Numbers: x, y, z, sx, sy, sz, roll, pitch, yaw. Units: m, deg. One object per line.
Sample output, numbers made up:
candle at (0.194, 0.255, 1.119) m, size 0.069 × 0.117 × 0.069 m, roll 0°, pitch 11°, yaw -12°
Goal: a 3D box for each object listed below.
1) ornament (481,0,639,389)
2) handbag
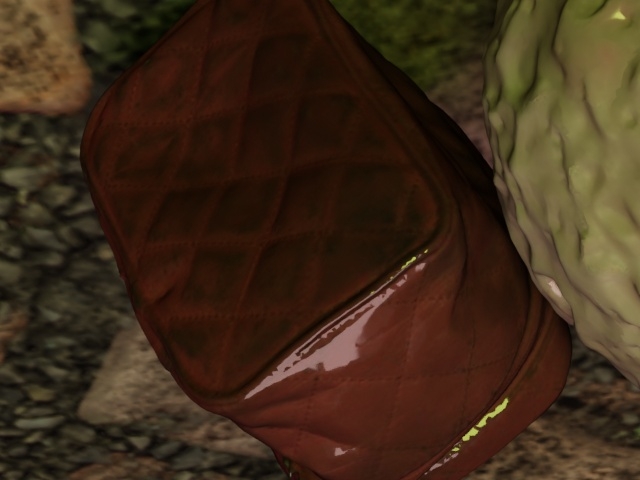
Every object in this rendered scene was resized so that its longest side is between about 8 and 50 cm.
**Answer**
ornament at (0.179, -0.045, 0.722) m, size 0.225 × 0.259 × 0.259 m, roll -25°, pitch 135°, yaw 20°
handbag at (0.000, 0.000, 0.801) m, size 0.146 × 0.225 × 0.135 m, roll -38°, pitch 135°, yaw 8°
